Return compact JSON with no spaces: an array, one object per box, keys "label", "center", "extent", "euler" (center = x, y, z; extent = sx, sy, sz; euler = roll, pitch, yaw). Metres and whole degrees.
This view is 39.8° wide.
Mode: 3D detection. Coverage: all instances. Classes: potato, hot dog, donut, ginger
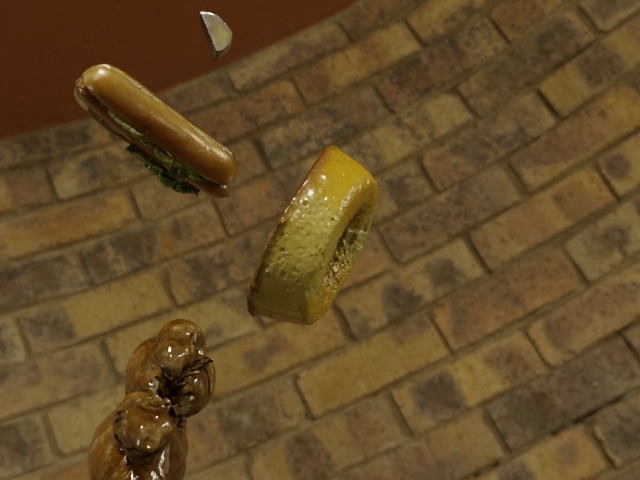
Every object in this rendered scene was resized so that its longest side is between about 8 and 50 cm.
[{"label":"potato","center":[-0.149,-0.297,1.296],"extent":[0.036,0.093,0.037],"euler":[-16,-35,-12]},{"label":"hot dog","center":[-0.286,-0.180,1.563],"extent":[0.337,0.100,0.135],"euler":[37,-27,-21]},{"label":"donut","center":[0.000,0.000,0.822],"extent":[0.178,0.065,0.162],"euler":[-59,-12,-26]},{"label":"ginger","center":[-0.256,0.283,1.387],"extent":[0.152,0.357,0.274],"euler":[26,-31,-14]}]
